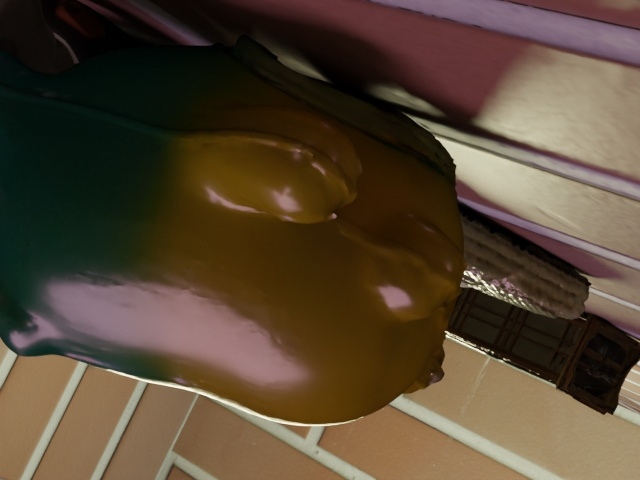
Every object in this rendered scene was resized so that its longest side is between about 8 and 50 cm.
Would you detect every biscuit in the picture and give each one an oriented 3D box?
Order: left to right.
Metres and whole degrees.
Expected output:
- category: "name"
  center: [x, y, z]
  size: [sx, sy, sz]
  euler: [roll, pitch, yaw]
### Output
- category: "biscuit"
  center: [0.092, -0.005, 1.174]
  size: [0.252, 0.052, 0.150]
  euler: [28, 177, -27]

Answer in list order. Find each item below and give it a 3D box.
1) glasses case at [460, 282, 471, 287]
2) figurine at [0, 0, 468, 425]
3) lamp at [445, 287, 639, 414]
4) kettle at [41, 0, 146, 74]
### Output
- category: "glasses case"
  center: [0.089, 0.005, 1.390]
  size: [0.074, 0.049, 0.193]
  euler: [28, 178, -33]
- category: "figurine"
  center: [-0.075, -0.009, 0.846]
  size: [0.340, 0.231, 0.323]
  euler: [23, 158, 13]
- category: "lamp"
  center: [0.212, 0.099, 1.605]
  size: [0.089, 0.090, 0.325]
  euler: [29, 175, -34]
- category: "kettle"
  center: [-0.190, -0.100, 1.095]
  size: [0.255, 0.165, 0.240]
  euler: [22, 146, 51]
